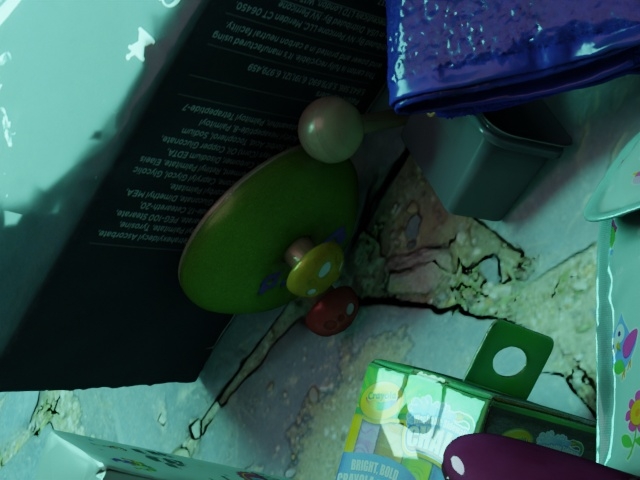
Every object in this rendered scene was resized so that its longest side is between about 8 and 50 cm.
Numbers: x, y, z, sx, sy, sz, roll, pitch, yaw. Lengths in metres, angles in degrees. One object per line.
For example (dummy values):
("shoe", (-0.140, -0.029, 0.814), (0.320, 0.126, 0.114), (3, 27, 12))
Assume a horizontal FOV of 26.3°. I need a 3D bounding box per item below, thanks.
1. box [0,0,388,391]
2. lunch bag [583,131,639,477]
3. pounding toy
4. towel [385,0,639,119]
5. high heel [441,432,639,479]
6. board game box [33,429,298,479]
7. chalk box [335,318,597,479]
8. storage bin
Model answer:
("box", (-0.224, -0.192, 1.271), (0.480, 0.297, 0.472), (44, 113, 29))
("lunch bag", (0.271, 0.007, 0.776), (0.223, 0.160, 0.262), (-28, 52, 51))
("pounding toy", (0.000, 0.000, 1.147), (0.110, 0.183, 0.237), (48, 112, 22))
("towel", (0.151, -0.250, 0.984), (0.227, 0.076, 0.308), (-9, 74, 31))
("high heel", (0.249, 0.150, 0.683), (0.377, 0.127, 0.181), (28, 108, 16))
("board game box", (-0.079, 0.279, 0.982), (0.097, 0.303, 0.224), (14, 86, 53))
("chalk box", (0.103, 0.160, 0.949), (0.132, 0.132, 0.213), (11, 83, 53))
("storage bin", (0.116, -0.083, 1.076), (0.091, 0.098, 0.135), (-62, 37, 30))
